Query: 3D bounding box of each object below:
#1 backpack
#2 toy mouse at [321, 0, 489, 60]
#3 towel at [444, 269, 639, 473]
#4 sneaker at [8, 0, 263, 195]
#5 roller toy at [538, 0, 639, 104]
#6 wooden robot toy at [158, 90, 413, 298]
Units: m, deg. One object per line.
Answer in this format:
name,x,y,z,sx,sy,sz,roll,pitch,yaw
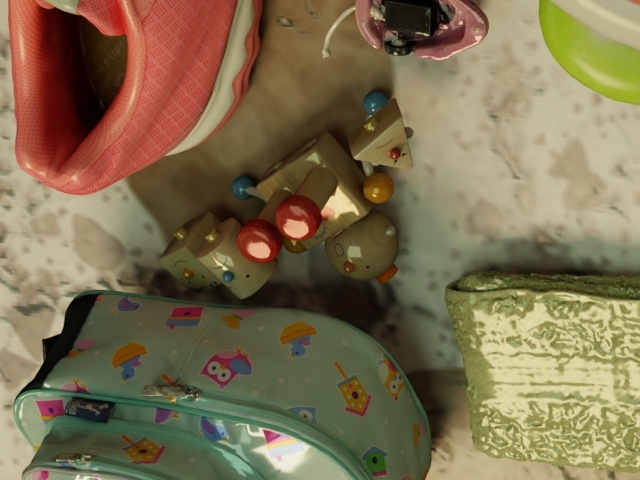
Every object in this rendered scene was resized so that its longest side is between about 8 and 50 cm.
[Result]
backpack,-0.044,0.114,0.954,0.188,0.144,0.166,-3,131,20
toy mouse,0.060,-0.129,0.843,0.143,0.031,0.161,30,126,7
towel,0.136,0.063,0.918,0.148,0.027,0.110,0,118,24
sneaker,-0.069,-0.151,0.827,0.116,0.136,0.314,21,123,13
roller toy,0.156,-0.171,0.703,0.209,0.146,0.191,-23,102,23
wooden robot toy,0.000,0.000,0.924,0.173,0.076,0.079,-31,112,35
